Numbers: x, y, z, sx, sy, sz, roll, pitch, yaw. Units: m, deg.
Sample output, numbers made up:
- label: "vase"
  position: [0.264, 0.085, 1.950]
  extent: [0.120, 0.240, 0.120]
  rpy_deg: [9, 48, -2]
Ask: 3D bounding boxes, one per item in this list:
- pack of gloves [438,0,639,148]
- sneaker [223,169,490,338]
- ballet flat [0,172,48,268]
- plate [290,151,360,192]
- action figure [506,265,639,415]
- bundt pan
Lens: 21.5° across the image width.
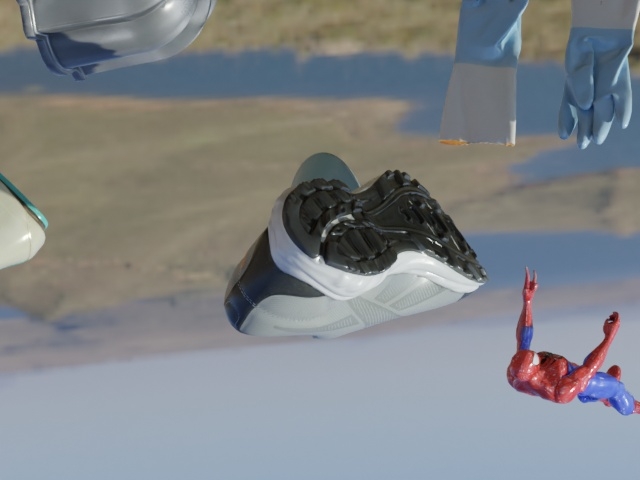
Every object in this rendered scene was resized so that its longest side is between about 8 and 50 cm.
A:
- label: "pack of gloves"
  position: [0.239, -0.195, 1.776]
  extent: [0.195, 0.232, 0.046]
  rpy_deg: [5, 159, 16]
- label: "sneaker"
  position: [0.026, 0.017, 1.198]
  extent: [0.108, 0.100, 0.271]
  rpy_deg: [-45, 157, 25]
- label: "ballet flat"
  position: [-0.307, -0.073, 1.250]
  extent: [0.086, 0.248, 0.086]
  rpy_deg: [-41, 179, -1]
- label: "plate"
  position: [0.000, 0.000, 1.792]
  extent: [0.024, 0.188, 0.188]
  rpy_deg: [-5, 177, -29]
- label: "action figure"
  position: [0.283, 0.113, 1.793]
  extent: [0.091, 0.139, 0.280]
  rpy_deg: [14, -178, 36]
- label: "bundt pan"
  position: [-0.153, -0.296, 1.358]
  extent: [0.124, 0.330, 0.331]
  rpy_deg: [-2, 177, 10]
